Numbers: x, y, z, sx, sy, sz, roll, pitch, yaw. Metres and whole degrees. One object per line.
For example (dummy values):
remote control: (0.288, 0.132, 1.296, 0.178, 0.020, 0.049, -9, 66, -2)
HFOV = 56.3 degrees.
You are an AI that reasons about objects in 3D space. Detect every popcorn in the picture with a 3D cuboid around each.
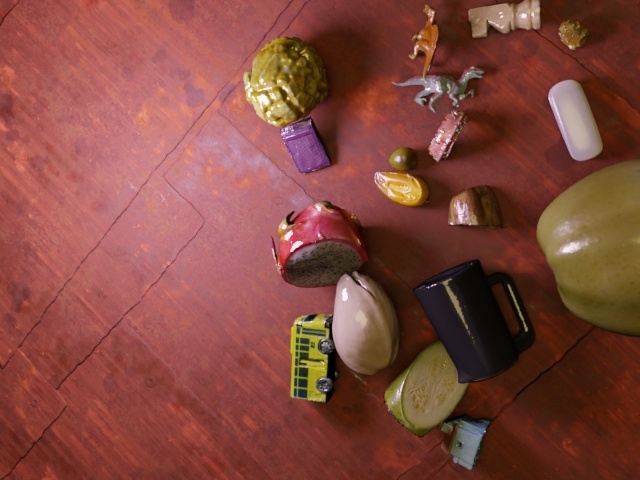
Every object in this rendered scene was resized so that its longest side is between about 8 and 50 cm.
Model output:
popcorn: (-0.109, -0.477, 1.795, 0.258, 0.224, 0.270, -34, 49, 9)

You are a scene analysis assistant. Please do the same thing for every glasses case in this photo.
glasses case: (0.719, -0.338, 1.686, 0.092, 0.059, 0.233, -22, 89, 16)

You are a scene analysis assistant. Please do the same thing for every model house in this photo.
model house: (0.417, 0.585, 1.797, 0.149, 0.119, 0.148, 22, 100, 22)

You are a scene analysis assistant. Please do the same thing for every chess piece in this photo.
chess piece: (0.528, -0.637, 1.713, 0.201, 0.090, 0.090, 0, 93, 25)

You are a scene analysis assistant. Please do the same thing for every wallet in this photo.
wallet: (-0.047, -0.291, 1.858, 0.111, 0.030, 0.165, -20, 116, 13)

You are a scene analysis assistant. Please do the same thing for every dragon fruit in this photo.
dragon fruit: (0.000, 0.000, 1.789, 0.291, 0.290, 0.189, -21, 58, 14)

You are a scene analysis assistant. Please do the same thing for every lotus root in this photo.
lotus root: (0.450, -0.091, 1.753, 0.160, 0.095, 0.135, -10, 87, 8)

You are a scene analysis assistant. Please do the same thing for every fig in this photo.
fig: (0.246, -0.244, 1.805, 0.088, 0.074, 0.073, -2, 93, 36)

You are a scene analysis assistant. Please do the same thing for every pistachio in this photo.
pistachio: (0.131, 0.245, 1.785, 0.208, 0.226, 0.331, -23, 113, -19)

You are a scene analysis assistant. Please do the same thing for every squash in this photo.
squash: (0.333, 0.426, 1.761, 0.189, 0.189, 0.260, 45, 104, 7)

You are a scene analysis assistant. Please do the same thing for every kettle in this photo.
kettle: (0.445, 0.224, 1.744, 0.203, 0.262, 0.307, -28, 89, 47)

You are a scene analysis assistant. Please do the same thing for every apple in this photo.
apple: (0.794, 0.021, 1.503, 0.474, 0.474, 0.473, 1, 94, 14)

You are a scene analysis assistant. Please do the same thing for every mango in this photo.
mango: (0.248, -0.159, 1.812, 0.188, 0.066, 0.101, 22, 106, 17)

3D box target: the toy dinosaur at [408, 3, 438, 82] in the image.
toy dinosaur: (0.322, -0.571, 1.741, 0.142, 0.057, 0.212, 117, 145, -45)

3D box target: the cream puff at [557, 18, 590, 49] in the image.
cream puff: (0.711, -0.583, 1.679, 0.083, 0.083, 0.058, 17, 53, 23)

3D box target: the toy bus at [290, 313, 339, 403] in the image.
toy bus: (-0.018, 0.360, 1.875, 0.150, 0.128, 0.261, 4, 95, 14)

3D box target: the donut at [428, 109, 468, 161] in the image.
donut: (0.372, -0.310, 1.746, 0.065, 0.117, 0.166, 28, 99, 6)

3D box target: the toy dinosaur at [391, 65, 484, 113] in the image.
toy dinosaur: (0.341, -0.467, 1.776, 0.242, 0.053, 0.167, 24, 97, 12)
